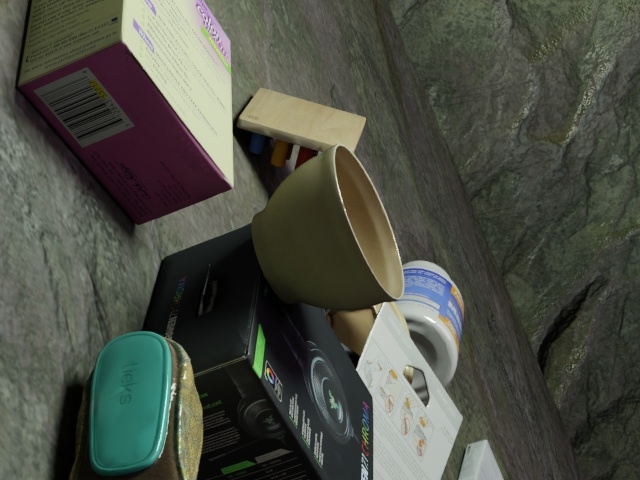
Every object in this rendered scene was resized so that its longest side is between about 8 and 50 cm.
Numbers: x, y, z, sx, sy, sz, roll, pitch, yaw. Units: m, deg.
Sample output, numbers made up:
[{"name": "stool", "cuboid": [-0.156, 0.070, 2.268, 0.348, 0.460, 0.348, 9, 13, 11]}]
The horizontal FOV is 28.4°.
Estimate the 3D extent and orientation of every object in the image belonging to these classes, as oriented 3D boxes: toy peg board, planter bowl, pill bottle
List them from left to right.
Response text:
[{"name": "toy peg board", "cuboid": [-0.031, -0.137, 1.771, 0.161, 0.161, 0.079, -69, 174, -67]}, {"name": "planter bowl", "cuboid": [0.000, 0.000, 1.232, 0.162, 0.109, 0.162, -21, 90, -75]}, {"name": "pill bottle", "cuboid": [0.145, 0.128, 1.957, 0.272, 0.152, 0.152, -63, 131, -68]}]

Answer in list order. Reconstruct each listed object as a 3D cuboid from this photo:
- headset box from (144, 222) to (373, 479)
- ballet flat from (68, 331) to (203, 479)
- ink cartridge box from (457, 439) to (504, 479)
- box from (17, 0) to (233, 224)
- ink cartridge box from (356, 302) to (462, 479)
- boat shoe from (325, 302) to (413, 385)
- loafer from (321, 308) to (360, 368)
[{"name": "headset box", "cuboid": [-0.064, 0.150, 1.273, 0.283, 0.131, 0.246, 61, 17, -27]}, {"name": "ballet flat", "cuboid": [-0.146, 0.217, 0.972, 0.348, 0.123, 0.123, -88, 153, -53]}, {"name": "ink cartridge box", "cuboid": [0.303, 0.495, 2.228, 0.223, 0.045, 0.224, 67, 17, -9]}, {"name": "box", "cuboid": [-0.190, -0.182, 1.291, 0.213, 0.117, 0.243, 54, 23, -43]}, {"name": "ink cartridge box", "cuboid": [0.070, 0.246, 1.560, 0.275, 0.060, 0.239, 56, 45, -40]}, {"name": "boat shoe", "cuboid": [0.017, 0.072, 1.684, 0.110, 0.122, 0.341, 30, 30, -52]}, {"name": "loafer", "cuboid": [-0.041, 0.113, 1.504, 0.095, 0.109, 0.302, 32, -14, 39]}]
